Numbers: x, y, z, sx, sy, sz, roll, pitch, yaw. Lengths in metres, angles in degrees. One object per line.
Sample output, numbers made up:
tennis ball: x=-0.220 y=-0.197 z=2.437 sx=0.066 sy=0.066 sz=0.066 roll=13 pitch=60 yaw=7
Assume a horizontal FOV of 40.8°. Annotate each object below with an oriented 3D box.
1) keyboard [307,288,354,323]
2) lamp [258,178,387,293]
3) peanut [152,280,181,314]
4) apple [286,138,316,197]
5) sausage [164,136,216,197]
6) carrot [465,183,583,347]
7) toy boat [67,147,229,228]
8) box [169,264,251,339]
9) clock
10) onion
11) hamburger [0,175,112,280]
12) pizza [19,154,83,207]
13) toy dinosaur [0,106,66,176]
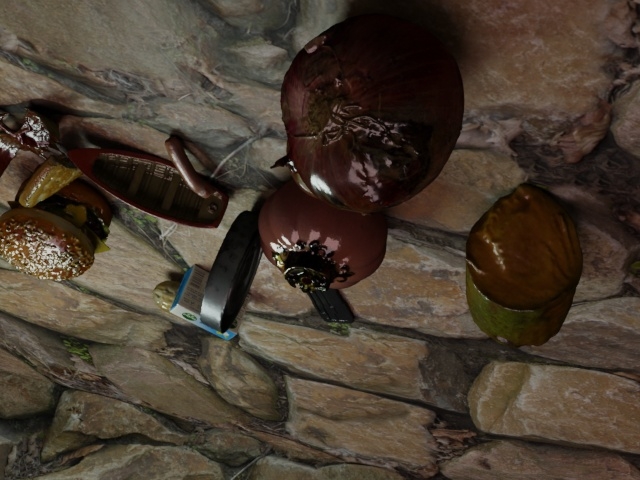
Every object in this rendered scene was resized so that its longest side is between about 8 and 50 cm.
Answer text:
keyboard: x=0.011 y=0.155 z=2.383 sx=0.106 sy=0.016 sz=0.262 roll=0 pitch=143 yaw=26
lamp: x=0.000 y=0.000 z=1.945 sx=0.305 sy=0.239 sz=0.305 roll=13 pitch=147 yaw=9
peanut: x=-0.368 y=0.190 z=2.541 sx=0.263 sy=0.117 sz=0.101 roll=21 pitch=107 yaw=-11
apple: x=0.019 y=-0.179 z=1.737 sx=0.173 sy=0.160 sz=0.195 roll=3 pitch=106 yaw=-12
sausage: x=-0.307 y=-0.167 z=2.006 sx=0.040 sy=0.047 sz=0.176 roll=16 pitch=144 yaw=50
carrot: x=0.434 y=0.075 z=1.855 sx=0.242 sy=0.241 sz=0.340 roll=8 pitch=147 yaw=15
toy boat: x=-0.414 y=-0.136 z=2.071 sx=0.392 sy=0.136 sz=0.079 roll=21 pitch=179 yaw=-7
box: x=-0.313 y=0.179 z=2.461 sx=0.194 sy=0.139 sz=0.073 roll=30 pitch=146 yaw=-18
clock: x=-0.207 y=0.075 z=2.099 sx=0.061 sy=0.312 sz=0.312 roll=20 pitch=148 yaw=5
onion: x=0.076 y=-0.217 z=1.496 sx=0.354 sy=0.353 sz=0.353 roll=13 pitch=147 yaw=8
hamburger: x=-0.707 y=-0.023 z=2.272 sx=0.291 sy=0.225 sz=0.291 roll=10 pitch=146 yaw=7
pizza: x=-0.640 y=-0.166 z=2.093 sx=0.188 sy=0.199 sz=0.062 roll=-40 pitch=86 yaw=31
toy dinosaur: x=-0.715 y=-0.222 z=2.081 sx=0.327 sy=0.113 sz=0.206 roll=-2 pitch=147 yaw=23
